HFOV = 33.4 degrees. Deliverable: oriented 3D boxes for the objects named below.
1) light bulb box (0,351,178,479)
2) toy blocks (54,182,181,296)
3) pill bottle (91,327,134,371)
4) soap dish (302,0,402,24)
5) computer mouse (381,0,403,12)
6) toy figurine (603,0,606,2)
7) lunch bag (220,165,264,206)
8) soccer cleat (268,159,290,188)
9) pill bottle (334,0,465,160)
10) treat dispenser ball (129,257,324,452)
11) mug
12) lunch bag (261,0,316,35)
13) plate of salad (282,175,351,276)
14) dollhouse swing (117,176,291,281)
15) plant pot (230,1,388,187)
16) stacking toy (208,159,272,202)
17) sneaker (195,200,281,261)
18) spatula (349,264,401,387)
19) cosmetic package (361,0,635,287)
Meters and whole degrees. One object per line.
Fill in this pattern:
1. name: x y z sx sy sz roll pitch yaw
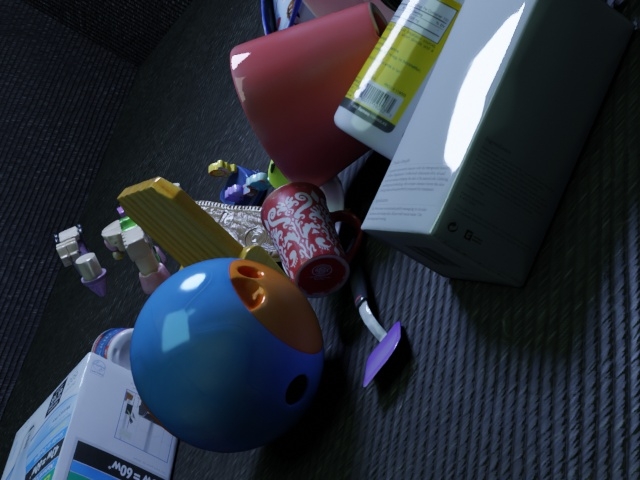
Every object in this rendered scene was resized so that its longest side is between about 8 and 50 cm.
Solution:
1. light bulb box: -0.457 0.476 2.021 0.358 0.225 0.361 -45 26 36
2. toy blocks: -0.370 0.075 2.291 0.309 0.260 0.288 -24 24 -6
3. pill bottle: -0.445 0.258 2.400 0.221 0.124 0.124 -10 54 63
4. soap dish: 0.110 -0.423 1.872 0.118 0.229 0.291 -50 17 -17
5. computer mouse: 0.233 -0.411 1.660 0.272 0.188 0.072 -38 22 25
6. toy figurine: 0.313 -0.414 1.400 0.148 0.209 0.213 -52 22 29
7. lunch bag: -0.160 -0.109 2.287 0.098 0.065 0.067 -58 42 15
8. soccer cleat: -0.002 -0.220 2.071 0.289 0.093 0.121 -58 -1 15
9. pill bottle: 0.178 -0.266 1.552 0.334 0.188 0.188 -58 21 6
10. treat dispenser ball: -0.137 0.168 1.587 0.288 0.288 0.288 -48 25 31
11. mug: -0.005 -0.006 1.691 0.150 0.113 0.169 -23 44 1
12. lunch bag: 0.000 -0.479 2.175 0.328 0.239 0.385 -100 27 -57
13. plate of salad: -0.008 -0.024 1.864 0.200 0.048 0.200 -35 46 47
14. dollhouse swing: -0.267 0.100 1.949 0.347 0.305 0.315 -6 58 64
15. plant pot: 0.021 -0.252 1.767 0.243 0.275 0.275 -26 33 16
16. stacking toy: -0.150 -0.110 2.185 0.221 0.052 0.167 -24 59 41
17. sneaker: -0.133 0.008 2.066 0.282 0.153 0.099 15 67 36
18. spatula: 0.071 0.108 1.547 0.084 0.030 0.296 -53 22 18
19. cosmetic package: 0.220 -0.141 1.349 0.365 0.155 0.197 -64 22 -7
